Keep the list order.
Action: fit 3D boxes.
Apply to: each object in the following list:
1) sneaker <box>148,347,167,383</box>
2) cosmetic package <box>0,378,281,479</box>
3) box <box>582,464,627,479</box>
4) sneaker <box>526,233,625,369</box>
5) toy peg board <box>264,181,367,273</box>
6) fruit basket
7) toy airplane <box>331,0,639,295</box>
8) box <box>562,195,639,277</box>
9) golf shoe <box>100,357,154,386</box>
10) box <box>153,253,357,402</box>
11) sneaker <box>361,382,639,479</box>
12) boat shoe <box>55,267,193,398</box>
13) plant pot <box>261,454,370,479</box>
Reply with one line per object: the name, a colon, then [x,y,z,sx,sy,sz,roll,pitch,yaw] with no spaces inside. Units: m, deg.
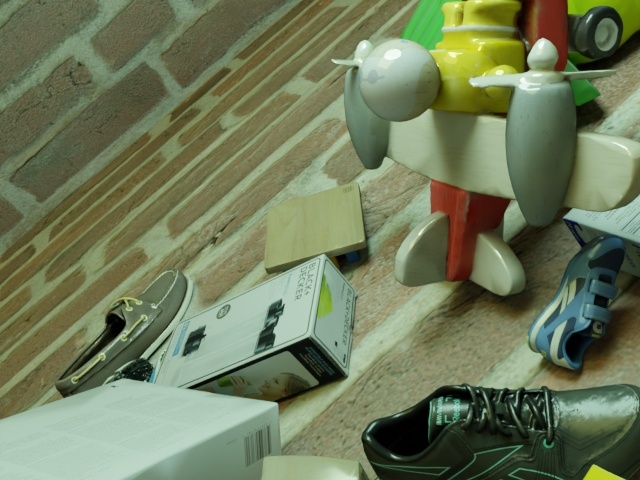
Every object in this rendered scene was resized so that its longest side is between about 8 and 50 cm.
sneaker: [-0.259,0.235,1.111,0.073,0.063,0.162,-28,28,27]
cosmetic package: [-0.267,0.256,0.774,0.284,0.098,0.377,2,8,35]
box: [0.214,0.282,0.385,0.213,0.117,0.243,-48,28,-16]
sneaker: [0.264,0.063,0.698,0.144,0.053,0.059,-66,30,15]
toy peg board: [0.000,0.000,1.145,0.160,0.079,0.161,-16,38,11]
fruit basket: [0.327,-0.349,1.081,0.392,0.283,0.392,-46,18,20]
toy airplane: [0.151,-0.127,0.807,0.386,0.272,0.385,-40,46,44]
box: [0.353,-0.027,0.734,0.126,0.072,0.137,-43,26,-6]
golf shoe: [-0.359,0.267,1.161,0.094,0.077,0.198,10,53,47]
box: [-0.095,0.150,1.007,0.290,0.087,0.169,-25,30,26]
sneaker: [0.160,0.178,0.629,0.267,0.106,0.101,-24,29,24]
boat shoe: [-0.351,0.165,1.294,0.116,0.097,0.324,-7,41,45]
plant pot: [0.006,0.273,0.684,0.096,0.109,0.109,-18,32,13]
